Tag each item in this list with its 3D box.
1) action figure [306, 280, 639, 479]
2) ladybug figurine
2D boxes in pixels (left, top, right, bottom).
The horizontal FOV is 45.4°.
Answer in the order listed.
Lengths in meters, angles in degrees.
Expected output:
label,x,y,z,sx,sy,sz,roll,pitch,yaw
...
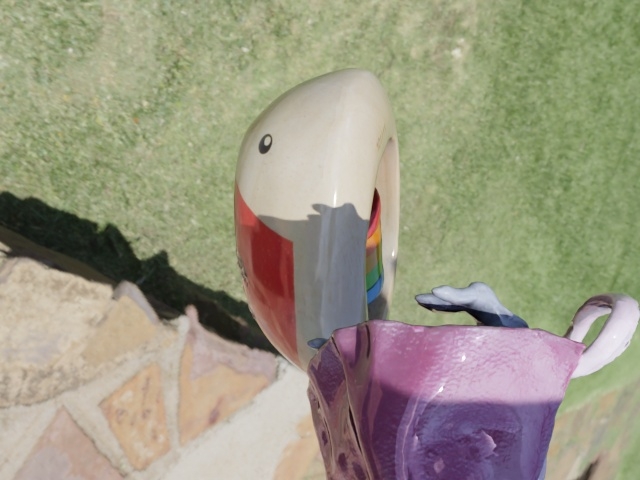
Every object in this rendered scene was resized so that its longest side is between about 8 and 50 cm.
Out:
label,x,y,z,sx,sy,sz,roll,pitch,yaw
action figure,0.080,0.234,0.528,0.248,0.276,0.370,96,-10,-67
ladybug figurine,0.000,0.000,0.925,0.305,0.162,0.449,-70,162,-44
